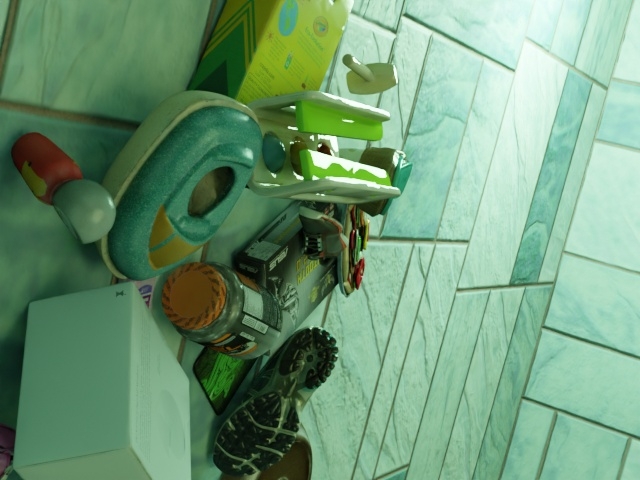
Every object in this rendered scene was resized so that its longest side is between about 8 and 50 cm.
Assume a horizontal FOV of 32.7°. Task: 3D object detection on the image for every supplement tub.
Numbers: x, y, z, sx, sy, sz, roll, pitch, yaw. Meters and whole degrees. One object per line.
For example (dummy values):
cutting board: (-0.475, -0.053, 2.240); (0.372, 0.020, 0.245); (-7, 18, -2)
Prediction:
supplement tub: (-0.140, 0.098, 1.549); (0.190, 0.117, 0.117); (36, 73, -62)

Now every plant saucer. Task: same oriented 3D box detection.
plant saucer: (-0.095, 0.455, 1.933); (0.310, 0.050, 0.310); (-39, 138, -49)

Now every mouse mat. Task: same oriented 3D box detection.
mouse mat: (-0.133, 0.169, 1.732); (0.189, 0.007, 0.152); (-56, 149, -28)

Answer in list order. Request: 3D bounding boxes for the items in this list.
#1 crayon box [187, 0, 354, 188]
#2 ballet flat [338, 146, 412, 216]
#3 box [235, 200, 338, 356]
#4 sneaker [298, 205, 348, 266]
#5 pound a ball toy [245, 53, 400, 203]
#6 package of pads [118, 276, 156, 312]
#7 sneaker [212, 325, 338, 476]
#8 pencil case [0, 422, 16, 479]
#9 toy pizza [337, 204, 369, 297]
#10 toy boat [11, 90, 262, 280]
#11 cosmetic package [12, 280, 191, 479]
crayon box: (-0.072, -0.245, 1.513); (0.318, 0.081, 0.202); (-67, 154, -9)
ballet flat: (0.076, -0.111, 1.775); (0.342, 0.124, 0.116); (-46, 155, -77)
box: (-0.048, 0.048, 1.756); (0.231, 0.056, 0.183); (-44, 141, -46)
sneaker: (0.000, 0.000, 1.694); (0.064, 0.061, 0.158); (-62, 152, -12)
pound a ball toy: (0.003, -0.157, 1.511); (0.319, 0.136, 0.208); (-1, 83, -65)
package of pads: (-0.244, 0.073, 1.429); (0.050, 0.032, 0.083); (-11, 116, -58)
sneaker: (-0.073, 0.264, 1.791); (0.283, 0.110, 0.122); (-51, -172, -6)
pencil case: (-0.392, 0.311, 1.213); (0.095, 0.098, 0.209); (3, 104, -63)
toy pizza: (0.063, 0.001, 1.908); (0.201, 0.032, 0.201); (5, 90, -79)
toy boat: (-0.203, -0.051, 1.261); (0.318, 0.148, 0.267); (2, 126, -55)
cosmetic package: (-0.248, 0.210, 1.281); (0.224, 0.138, 0.224); (74, 7, -49)
